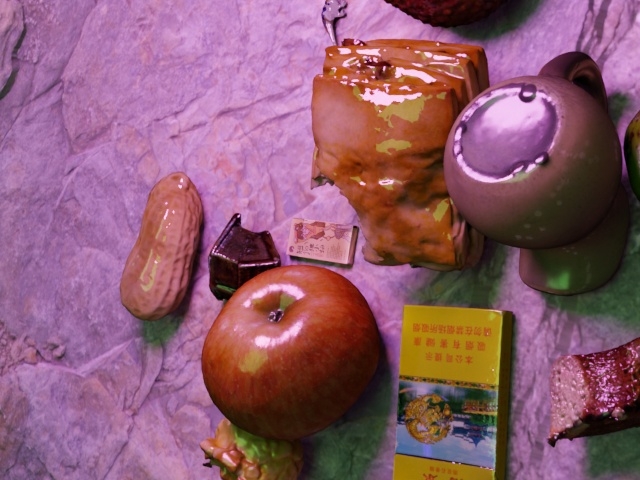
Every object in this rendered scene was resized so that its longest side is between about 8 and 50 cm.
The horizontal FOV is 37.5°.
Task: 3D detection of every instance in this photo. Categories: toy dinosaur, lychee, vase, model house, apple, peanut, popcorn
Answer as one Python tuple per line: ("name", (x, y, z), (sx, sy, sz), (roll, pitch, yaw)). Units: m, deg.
("toy dinosaur", (0.024, -0.427, 1.768), (0.058, 0.037, 0.180), (-27, 59, 56))
("lychee", (0.201, -0.468, 1.522), (0.261, 0.261, 0.260), (-6, 81, 35))
("vase", (0.343, -0.120, 1.370), (0.241, 0.302, 0.329), (10, 70, 41))
("model house", (-0.130, 0.060, 1.785), (0.152, 0.106, 0.165), (22, 133, 24))
("apple", (-0.056, 0.180, 1.589), (0.278, 0.250, 0.309), (9, 71, 37))
("peanut", (-0.314, 0.011, 1.890), (0.147, 0.147, 0.305), (19, 95, 36))
("popcorn", (-0.120, 0.379, 1.677), (0.170, 0.180, 0.180), (-37, 62, 5))

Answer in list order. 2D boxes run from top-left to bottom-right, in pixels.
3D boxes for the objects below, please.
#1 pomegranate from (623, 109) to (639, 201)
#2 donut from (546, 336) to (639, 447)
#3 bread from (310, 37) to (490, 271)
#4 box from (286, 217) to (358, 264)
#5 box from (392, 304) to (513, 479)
("pomegranate", (0.502, -0.107, 1.251), (0.211, 0.263, 0.210), (17, 121, 31))
("donut", (0.420, 0.216, 1.351), (0.186, 0.144, 0.126), (137, 130, -59))
("bread", (0.112, -0.141, 1.507), (0.314, 0.192, 0.369), (10, 98, 30))
("box", (0.000, 0.000, 1.734), (0.149, 0.020, 0.073), (7, 88, 37))
("box", (0.212, 0.275, 1.528), (0.187, 0.047, 0.334), (0, 85, 35))
